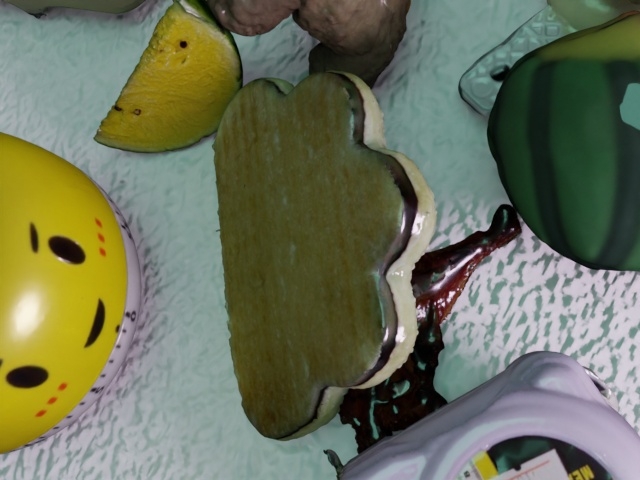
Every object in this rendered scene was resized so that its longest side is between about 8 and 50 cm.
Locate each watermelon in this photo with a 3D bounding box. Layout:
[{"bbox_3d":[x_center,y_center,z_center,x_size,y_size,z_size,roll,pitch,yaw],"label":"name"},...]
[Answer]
[{"bbox_3d":[-0.113,-0.127,0.610,0.075,0.092,0.181,50,131,0],"label":"watermelon"}]

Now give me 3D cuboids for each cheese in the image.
[{"bbox_3d":[0.208,-0.189,0.579,0.235,0.050,0.127,-38,72,0],"label":"cheese"}]

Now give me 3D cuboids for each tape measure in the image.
[{"bbox_3d":[0.127,0.181,0.476,0.196,0.105,0.179,-25,80,0],"label":"tape measure"}]

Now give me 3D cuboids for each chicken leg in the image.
[{"bbox_3d":[0.076,0.063,0.548,0.089,0.048,0.219,23,82,14],"label":"chicken leg"}]

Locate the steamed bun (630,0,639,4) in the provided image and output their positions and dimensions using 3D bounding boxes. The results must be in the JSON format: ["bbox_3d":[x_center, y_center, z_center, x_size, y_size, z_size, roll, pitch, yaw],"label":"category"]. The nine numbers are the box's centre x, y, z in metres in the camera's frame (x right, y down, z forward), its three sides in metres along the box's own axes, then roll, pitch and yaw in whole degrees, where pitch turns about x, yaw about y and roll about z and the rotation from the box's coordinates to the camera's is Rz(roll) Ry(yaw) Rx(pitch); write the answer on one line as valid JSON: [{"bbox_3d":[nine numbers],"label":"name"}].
[{"bbox_3d":[0.298,-0.297,0.505,0.295,0.137,0.293,-4,73,-6],"label":"steamed bun"}]

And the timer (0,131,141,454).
[{"bbox_3d":[-0.292,0.029,0.527,0.284,0.285,0.286,-3,75,12],"label":"timer"}]

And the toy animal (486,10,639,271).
[{"bbox_3d":[0.278,-0.054,0.458,0.337,0.216,0.191,0,103,16],"label":"toy animal"}]

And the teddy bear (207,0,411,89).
[{"bbox_3d":[0.014,-0.226,0.579,0.140,0.177,0.190,-29,44,37],"label":"teddy bear"}]

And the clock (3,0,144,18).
[{"bbox_3d":[-0.263,-0.383,0.704,0.283,0.114,0.310,10,77,15],"label":"clock"}]

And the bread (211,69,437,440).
[{"bbox_3d":[0.000,0.000,0.532,0.207,0.056,0.287,-15,76,43],"label":"bread"}]
